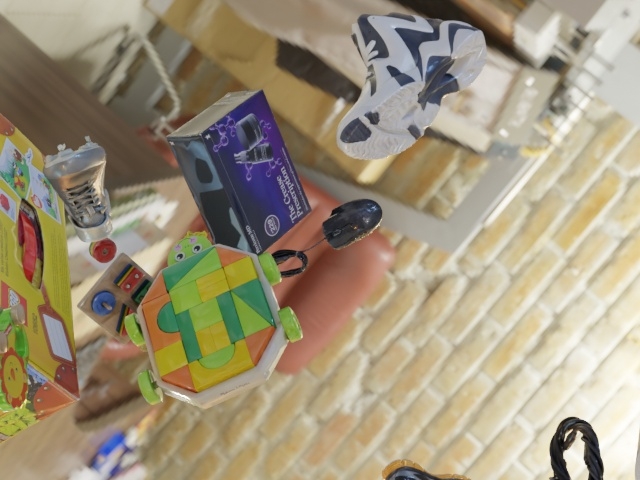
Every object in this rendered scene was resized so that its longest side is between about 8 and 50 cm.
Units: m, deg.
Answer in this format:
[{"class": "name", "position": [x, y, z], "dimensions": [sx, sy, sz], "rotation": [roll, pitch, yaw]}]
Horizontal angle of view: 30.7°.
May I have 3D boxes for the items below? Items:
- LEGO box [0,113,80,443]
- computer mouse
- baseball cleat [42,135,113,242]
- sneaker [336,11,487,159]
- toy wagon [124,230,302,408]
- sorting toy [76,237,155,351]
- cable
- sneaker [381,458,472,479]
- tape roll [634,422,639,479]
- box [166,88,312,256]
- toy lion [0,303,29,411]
[{"class": "LEGO box", "position": [-0.575, 0.091, 1.734], "dimensions": [0.373, 0.500, 0.193], "rotation": [-30, 133, 12]}, {"class": "computer mouse", "position": [0.000, 0.000, 2.041], "dimensions": [0.242, 0.071, 0.041], "rotation": [-31, 180, 12]}, {"class": "baseball cleat", "position": [-0.264, -0.054, 1.326], "dimensions": [0.072, 0.109, 0.206], "rotation": [-19, -178, -5]}, {"class": "sneaker", "position": [0.070, -0.195, 1.387], "dimensions": [0.235, 0.153, 0.094], "rotation": [-46, 141, -19]}, {"class": "toy wagon", "position": [-0.190, 0.108, 1.899], "dimensions": [0.267, 0.344, 0.068], "rotation": [-24, 143, 3]}, {"class": "sorting toy", "position": [-0.354, 0.119, 2.171], "dimensions": [0.132, 0.046, 0.274], "rotation": [-51, 128, -10]}, {"class": "cable", "position": [0.438, 0.378, 1.957], "dimensions": [0.184, 0.047, 0.150], "rotation": [-165, -97, -77]}, {"class": "sneaker", "position": [0.206, 0.464, 2.095], "dimensions": [0.084, 0.215, 0.083], "rotation": [-58, -154, 26]}, {"class": "tape roll", "position": [0.623, 0.327, 1.828], "dimensions": [0.246, 0.246, 0.169], "rotation": [-56, 180, 30]}, {"class": "box", "position": [-0.145, -0.120, 2.148], "dimensions": [0.103, 0.261, 0.184], "rotation": [2, -147, 44]}, {"class": "toy lion", "position": [-0.334, 0.130, 1.250], "dimensions": [0.034, 0.096, 0.100], "rotation": [-10, -156, 9]}]
